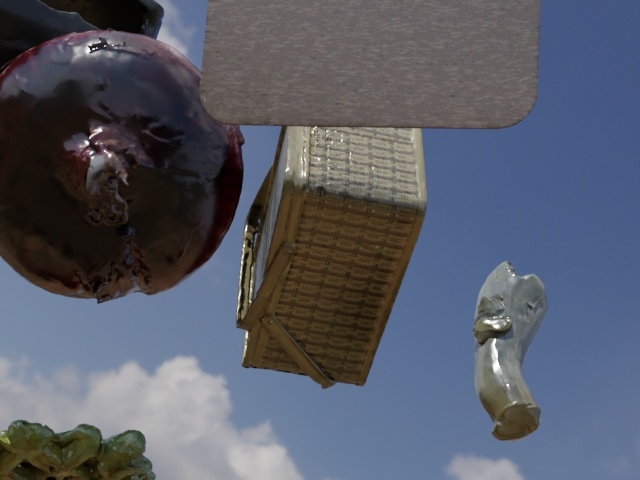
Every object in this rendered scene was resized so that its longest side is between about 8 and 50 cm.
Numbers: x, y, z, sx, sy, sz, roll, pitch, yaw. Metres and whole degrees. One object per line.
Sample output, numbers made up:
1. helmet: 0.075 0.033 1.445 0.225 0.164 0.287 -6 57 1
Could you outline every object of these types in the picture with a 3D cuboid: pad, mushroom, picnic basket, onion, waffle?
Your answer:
1. pad: 0.039 -0.172 0.931 0.266 0.176 0.002 2 -13 9
2. mushroom: 0.241 0.139 1.513 0.096 0.278 0.099 -1 -45 15
3. picnic basket: 0.000 0.000 1.418 0.175 0.228 0.312 10 -50 -7
4. onion: -0.240 -0.081 1.290 0.314 0.314 0.232 32 1 -3
5. waffle: -0.339 0.294 1.349 0.297 0.073 0.317 1 -34 -18

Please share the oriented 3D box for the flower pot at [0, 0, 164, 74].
1. flower pot: -0.359 -0.235 1.517 0.251 0.379 0.379 21 -21 -7
